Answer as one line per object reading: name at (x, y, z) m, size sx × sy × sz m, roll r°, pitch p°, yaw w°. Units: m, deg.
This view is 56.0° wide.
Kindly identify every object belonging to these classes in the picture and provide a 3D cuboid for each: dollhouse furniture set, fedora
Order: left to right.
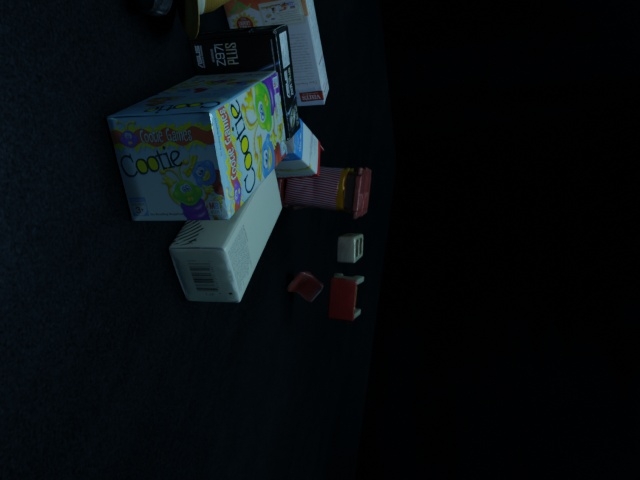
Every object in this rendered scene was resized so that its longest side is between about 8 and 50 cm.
fedora at (-0.164, -0.380, 0.842) m, size 0.194 × 0.079 × 0.194 m, roll 171°, pitch -90°, yaw -74°
dollhouse furniture set at (0.000, 0.000, 1.422) m, size 0.152 × 0.201 × 0.374 m, roll -24°, pitch 119°, yaw -75°

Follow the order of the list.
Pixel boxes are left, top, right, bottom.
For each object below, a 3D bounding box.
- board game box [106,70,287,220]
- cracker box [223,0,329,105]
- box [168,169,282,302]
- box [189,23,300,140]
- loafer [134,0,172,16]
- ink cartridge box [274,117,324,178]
board game box at (-0.158, -0.145, 0.865) m, size 0.275 × 0.144 × 0.142 m, roll -62°, pitch 149°, yaw -61°
cracker box at (-0.080, -0.373, 1.163) m, size 0.067 × 0.156 × 0.232 m, roll -77°, pitch 162°, yaw -45°
box at (-0.148, -0.025, 1.007) m, size 0.275 × 0.094 × 0.113 m, roll -72°, pitch 157°, yaw -54°
box at (-0.122, -0.260, 1.007) m, size 0.077 × 0.147 × 0.180 m, roll -64°, pitch 152°, yaw -60°
loafer at (-0.230, -0.397, 0.748) m, size 0.078 × 0.076 × 0.223 m, roll -30°, pitch 125°, yaw -52°
ink cartridge box at (-0.080, -0.175, 1.200) m, size 0.231 × 0.134 × 0.078 m, roll 29°, pitch 61°, yaw -74°
